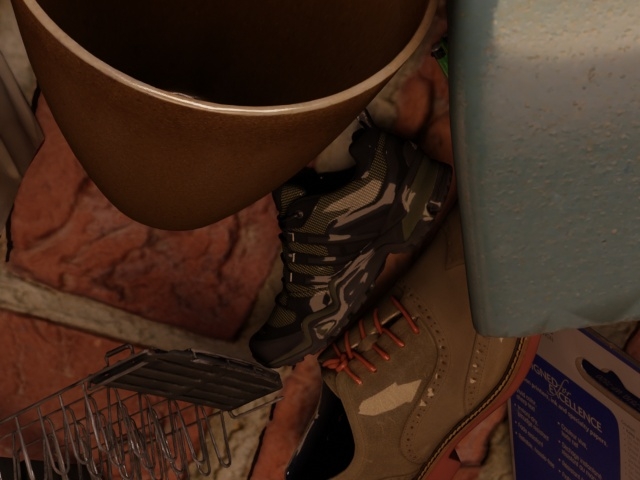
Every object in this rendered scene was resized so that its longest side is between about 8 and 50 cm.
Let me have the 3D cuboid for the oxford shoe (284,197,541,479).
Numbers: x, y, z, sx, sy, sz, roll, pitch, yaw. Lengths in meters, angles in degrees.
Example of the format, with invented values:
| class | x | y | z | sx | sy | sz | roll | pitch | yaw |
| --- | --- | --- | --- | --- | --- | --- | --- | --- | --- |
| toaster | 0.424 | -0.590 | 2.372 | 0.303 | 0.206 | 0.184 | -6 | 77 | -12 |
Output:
| class | x | y | z | sx | sy | sz | roll | pitch | yaw |
| --- | --- | --- | --- | --- | --- | --- | --- | --- | --- |
| oxford shoe | 0.073 | 0.093 | 0.804 | 0.130 | 0.123 | 0.348 | 7 | 118 | -26 |

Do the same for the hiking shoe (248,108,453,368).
| class | x | y | z | sx | sy | sz | roll | pitch | yaw |
| --- | --- | --- | --- | --- | --- | --- | --- | --- | --- |
| hiking shoe | 0.000 | 0.000 | 0.801 | 0.114 | 0.086 | 0.227 | 39 | 109 | -2 |

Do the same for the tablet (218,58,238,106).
| class | x | y | z | sx | sy | sz | roll | pitch | yaw |
| --- | --- | --- | --- | --- | --- | --- | --- | --- | --- |
| tablet | -0.051 | -0.104 | 0.774 | 0.054 | 0.006 | 0.083 | 2 | 117 | -4 |

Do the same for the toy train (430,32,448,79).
| class | x | y | z | sx | sy | sz | roll | pitch | yaw |
| --- | --- | --- | --- | --- | --- | --- | --- | --- | --- |
| toy train | 0.110 | -0.120 | 0.769 | 0.024 | 0.017 | 0.083 | -25 | 117 | 21 |

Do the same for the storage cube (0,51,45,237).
| class | x | y | z | sx | sy | sz | roll | pitch | yaw |
| --- | --- | --- | --- | --- | --- | --- | --- | --- | --- |
| storage cube | -0.323 | -0.079 | 0.672 | 0.193 | 0.183 | 0.215 | -20 | 116 | 6 |

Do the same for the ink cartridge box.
| class | x | y | z | sx | sy | sz | roll | pitch | yaw |
| --- | --- | --- | --- | --- | --- | --- | --- | --- | --- |
| ink cartridge box | 0.255 | 0.195 | 0.787 | 0.072 | 0.303 | 0.307 | -19 | 120 | -19 |

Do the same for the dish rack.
| class | x | y | z | sx | sy | sz | roll | pitch | yaw |
| --- | --- | --- | --- | --- | --- | --- | --- | --- | --- |
| dish rack | -0.165 | 0.166 | 0.807 | 0.271 | 0.074 | 0.208 | -27 | 154 | 21 |

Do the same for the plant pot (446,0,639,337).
| class | x | y | z | sx | sy | sz | roll | pitch | yaw |
| --- | --- | --- | --- | --- | --- | --- | --- | --- | --- |
| plant pot | 0.176 | -0.135 | 0.534 | 0.247 | 0.248 | 0.252 | -10 | 129 | 14 |

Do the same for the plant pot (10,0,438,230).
| class | x | y | z | sx | sy | sz | roll | pitch | yaw |
| --- | --- | --- | --- | --- | --- | --- | --- | --- | --- |
| plant pot | -0.079 | -0.111 | 0.634 | 0.237 | 0.237 | 0.254 | 13 | 151 | -10 |
